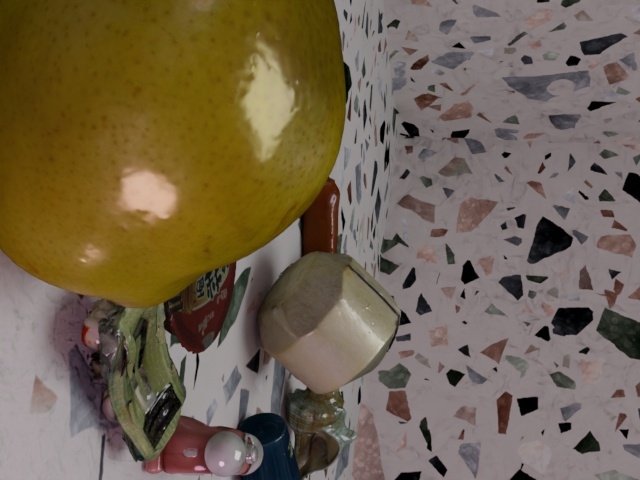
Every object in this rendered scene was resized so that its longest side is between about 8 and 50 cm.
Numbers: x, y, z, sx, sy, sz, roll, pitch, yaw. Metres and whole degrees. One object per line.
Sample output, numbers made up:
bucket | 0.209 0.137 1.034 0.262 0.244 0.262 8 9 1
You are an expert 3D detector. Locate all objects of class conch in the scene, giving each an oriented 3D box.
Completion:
conch | 0.000 0.497 2.023 0.169 0.203 0.386 -36 141 -45

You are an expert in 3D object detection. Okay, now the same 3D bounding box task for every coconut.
coconut | 0.021 0.193 1.694 0.323 0.323 0.323 4 90 -78

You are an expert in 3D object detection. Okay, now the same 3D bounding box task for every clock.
clock | -0.179 0.332 1.206 0.166 0.162 0.093 57 36 -71

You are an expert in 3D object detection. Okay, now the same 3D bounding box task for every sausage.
sausage | -0.001 0.000 2.065 0.094 0.097 0.348 -33 128 -60

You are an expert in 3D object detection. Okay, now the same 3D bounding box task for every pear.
pear | -0.154 -0.136 0.745 0.418 0.362 0.362 -57 169 6

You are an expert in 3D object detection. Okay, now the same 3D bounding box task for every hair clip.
hair clip | -0.253 0.170 0.995 0.321 0.091 0.138 94 14 -46

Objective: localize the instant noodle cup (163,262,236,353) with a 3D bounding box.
instant noodle cup | -0.211 0.032 1.125 0.274 0.090 0.274 3 90 -77

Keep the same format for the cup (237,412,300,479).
cup | -0.122 0.457 1.636 0.176 0.131 0.155 -125 -155 -60
